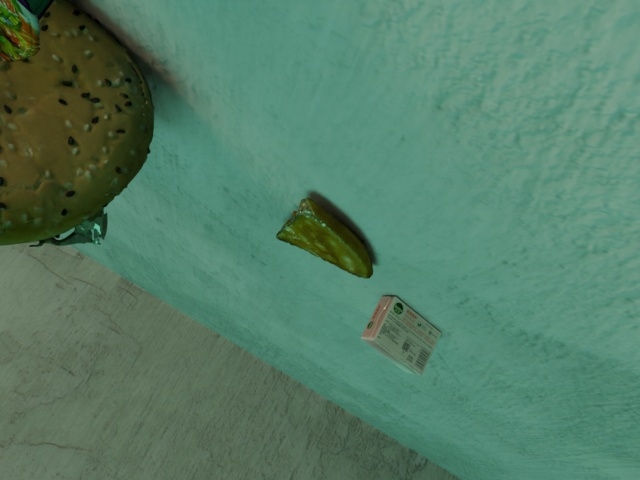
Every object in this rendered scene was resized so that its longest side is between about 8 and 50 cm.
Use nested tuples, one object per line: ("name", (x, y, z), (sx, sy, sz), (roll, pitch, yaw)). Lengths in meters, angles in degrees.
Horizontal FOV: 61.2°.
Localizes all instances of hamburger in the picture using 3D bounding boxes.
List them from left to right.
("hamburger", (-0.353, -0.145, 0.649), (0.276, 0.318, 0.195), (5, 170, -32))

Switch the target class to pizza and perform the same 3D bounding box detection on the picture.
("pizza", (0.000, 0.000, 0.841), (0.184, 0.036, 0.176), (41, 158, -28))

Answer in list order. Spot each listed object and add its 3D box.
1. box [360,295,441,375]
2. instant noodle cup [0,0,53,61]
("box", (0.142, 0.167, 0.947), (0.125, 0.089, 0.043), (40, 157, -20))
("instant noodle cup", (-0.228, -0.271, 0.336), (0.251, 0.190, 0.251), (26, 159, 11))
